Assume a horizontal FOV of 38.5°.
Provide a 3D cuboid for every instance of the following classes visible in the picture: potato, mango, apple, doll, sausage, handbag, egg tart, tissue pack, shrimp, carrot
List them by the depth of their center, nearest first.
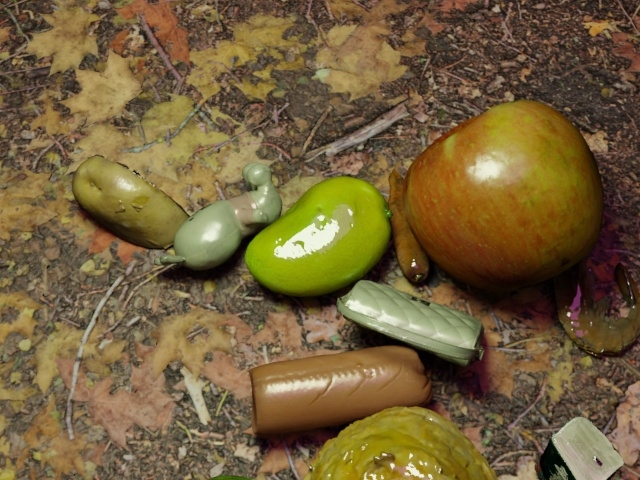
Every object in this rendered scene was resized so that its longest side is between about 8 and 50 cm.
[{"bbox_3d":[0.113,0.422,1.378,0.339,0.153,0.351,31,77,16],"label":"egg tart"},{"bbox_3d":[0.396,0.350,1.417,0.090,0.170,0.103,-28,63,-14],"label":"tissue pack"},{"bbox_3d":[0.032,0.245,1.510,0.304,0.121,0.121,-8,61,-6],"label":"sausage"},{"bbox_3d":[0.150,0.138,1.516,0.256,0.219,0.079,20,96,10],"label":"handbag"},{"bbox_3d":[0.316,-0.070,1.569,0.339,0.339,0.339,0,60,0],"label":"apple"},{"bbox_3d":[0.008,0.004,1.632,0.273,0.149,0.185,-42,76,-15],"label":"mango"},{"bbox_3d":[0.500,0.087,1.636,0.173,0.058,0.253,9,64,-4],"label":"shrimp"},{"bbox_3d":[-0.170,-0.024,1.657,0.275,0.155,0.113,-44,109,-16],"label":"doll"},{"bbox_3d":[-0.362,-0.071,1.684,0.243,0.138,0.098,24,68,17],"label":"potato"},{"bbox_3d":[0.156,-0.028,1.702,0.059,0.059,0.248,-8,57,-4],"label":"carrot"}]

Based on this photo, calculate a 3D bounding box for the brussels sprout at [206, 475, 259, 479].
[{"bbox_3d":[-0.124,0.433,1.397,0.183,0.131,0.145,9,66,11],"label":"brussels sprout"}]
